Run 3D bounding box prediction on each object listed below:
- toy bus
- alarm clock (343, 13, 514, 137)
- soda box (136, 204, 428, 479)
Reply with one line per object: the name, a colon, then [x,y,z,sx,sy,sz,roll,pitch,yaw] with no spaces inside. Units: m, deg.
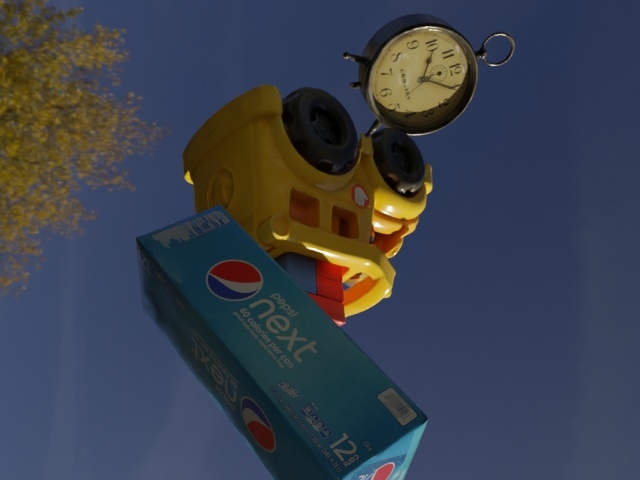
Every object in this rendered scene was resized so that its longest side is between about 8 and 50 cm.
toy bus: [0.000,0.000,0.634,0.149,0.220,0.212,-32,-126,40]
alarm clock: [0.128,-0.195,0.821,0.191,0.064,0.129,-16,-57,3]
soda box: [-0.034,0.071,0.449,0.210,0.067,0.071,44,-37,32]
